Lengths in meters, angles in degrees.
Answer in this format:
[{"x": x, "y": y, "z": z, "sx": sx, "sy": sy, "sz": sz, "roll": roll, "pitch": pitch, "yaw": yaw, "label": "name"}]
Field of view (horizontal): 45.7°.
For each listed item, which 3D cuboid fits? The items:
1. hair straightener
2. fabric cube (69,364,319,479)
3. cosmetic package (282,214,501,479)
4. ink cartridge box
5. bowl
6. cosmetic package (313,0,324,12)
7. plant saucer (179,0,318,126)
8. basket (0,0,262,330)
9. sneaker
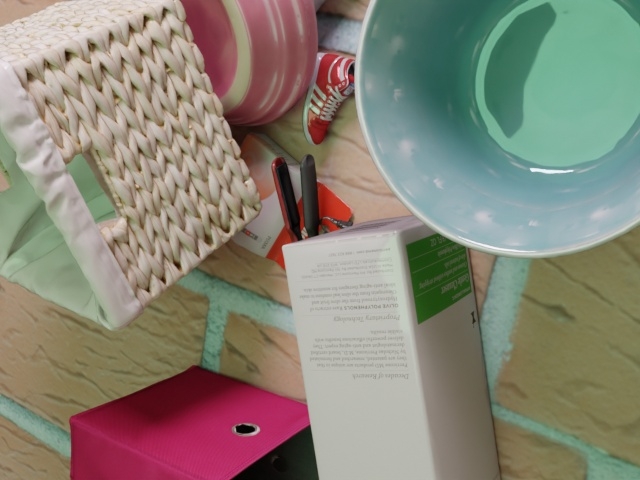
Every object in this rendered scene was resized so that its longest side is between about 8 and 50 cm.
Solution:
[{"x": 0.000, "y": 0.000, "z": 0.988, "sx": 0.089, "sy": 0.047, "sz": 0.230, "roll": -6, "pitch": 102, "yaw": 21, "label": "hair straightener"}, {"x": -0.163, "y": 0.351, "z": 1.046, "sx": 0.258, "sy": 0.254, "sz": 0.258, "roll": 13, "pitch": 106, "yaw": 31, "label": "fabric cube"}, {"x": 0.091, "y": 0.162, "z": 0.889, "sx": 0.155, "sy": 0.197, "sz": 0.365, "roll": -7, "pitch": 96, "yaw": 32, "label": "cosmetic package"}, {"x": -0.062, "y": -0.038, "z": 1.038, "sx": 0.179, "sy": 0.045, "sz": 0.145, "roll": 43, "pitch": 118, "yaw": 21, "label": "ink cartridge box"}, {"x": 0.205, "y": -0.149, "z": 0.690, "sx": 0.312, "sy": 0.163, "sz": 0.311, "roll": 6, "pitch": 101, "yaw": 30, "label": "bowl"}, {"x": -0.009, "y": -0.363, "z": 0.936, "sx": 0.239, "sy": 0.060, "sz": 0.099, "roll": -44, "pitch": 79, "yaw": 30, "label": "cosmetic package"}, {"x": -0.158, "y": -0.283, "z": 0.949, "sx": 0.332, "sy": 0.084, "sz": 0.332, "roll": 26, "pitch": 138, "yaw": 26, "label": "plant saucer"}, {"x": -0.299, "y": -0.114, "z": 0.947, "sx": 0.331, "sy": 0.266, "sz": 0.328, "roll": 14, "pitch": 134, "yaw": 45, "label": "basket"}, {"x": 0.017, "y": -0.176, "z": 0.964, "sx": 0.067, "sy": 0.042, "sz": 0.118, "roll": 15, "pitch": 104, "yaw": 32, "label": "sneaker"}]
